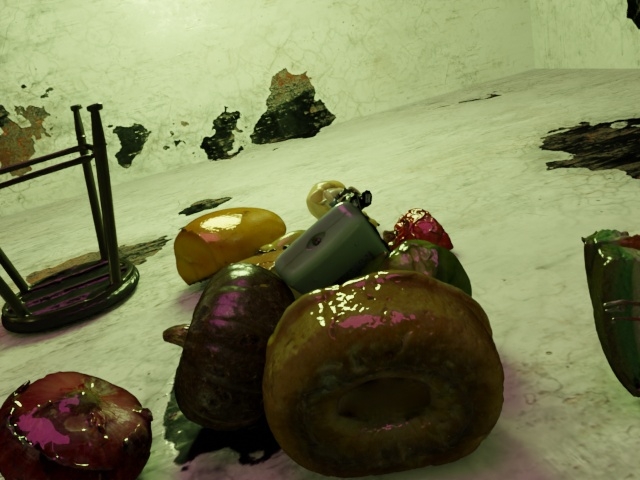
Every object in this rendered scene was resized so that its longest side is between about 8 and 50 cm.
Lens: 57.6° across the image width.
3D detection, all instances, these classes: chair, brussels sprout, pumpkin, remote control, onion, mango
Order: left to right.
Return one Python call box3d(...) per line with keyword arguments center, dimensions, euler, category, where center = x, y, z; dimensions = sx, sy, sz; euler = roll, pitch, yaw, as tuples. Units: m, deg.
box3d(center=(-0.604, -0.045, 1.253), dimensions=(0.364, 0.410, 0.362), euler=(-22, 21, -23), category="chair")
box3d(center=(-0.302, 0.248, 0.703), dimensions=(0.184, 0.147, 0.184), euler=(27, 24, -13), category="onion")
box3d(center=(-0.124, 0.133, 0.759), dimensions=(0.162, 0.219, 0.219), euler=(17, 19, -7), category="pumpkin")
box3d(center=(-0.188, -0.006, 1.284), dimensions=(0.187, 0.138, 0.257), euler=(-6, 15, 35), category="mango")
box3d(center=(0.038, 0.039, 0.865), dimensions=(0.140, 0.056, 0.296), euler=(-40, -24, 3), category="remote control")
box3d(center=(0.130, 0.089, 0.835), dimensions=(0.183, 0.145, 0.131), euler=(-47, 49, 10), category="brussels sprout")

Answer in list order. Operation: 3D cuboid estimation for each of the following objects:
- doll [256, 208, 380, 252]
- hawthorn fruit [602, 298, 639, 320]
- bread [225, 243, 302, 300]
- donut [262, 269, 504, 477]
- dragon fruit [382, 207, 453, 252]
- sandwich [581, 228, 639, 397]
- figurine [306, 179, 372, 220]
box3d(center=(0.000, 0.001, 1.226), dimensions=(0.291, 0.086, 0.117), euler=(-23, 26, -32), category="doll")
box3d(center=(0.408, 0.092, 0.506), dimensions=(0.299, 0.211, 0.211), euler=(19, 32, 20), category="hawthorn fruit")
box3d(center=(-0.075, 0.084, 0.984), dimensions=(0.160, 0.140, 0.169), euler=(-27, 23, -19), category="bread")
box3d(center=(0.063, 0.144, 0.627), dimensions=(0.261, 0.209, 0.128), euler=(-16, 20, 6), category="donut")
box3d(center=(0.179, -0.015, 1.168), dimensions=(0.106, 0.083, 0.162), euler=(-21, 24, -15), category="dragon fruit")
box3d(center=(0.383, 0.071, 0.639), dimensions=(0.159, 0.185, 0.109), euler=(-17, 10, 17), category="sandwich")
box3d(center=(0.043, -0.096, 1.390), dimensions=(0.114, 0.108, 0.196), euler=(-29, 11, -22), category="figurine")
